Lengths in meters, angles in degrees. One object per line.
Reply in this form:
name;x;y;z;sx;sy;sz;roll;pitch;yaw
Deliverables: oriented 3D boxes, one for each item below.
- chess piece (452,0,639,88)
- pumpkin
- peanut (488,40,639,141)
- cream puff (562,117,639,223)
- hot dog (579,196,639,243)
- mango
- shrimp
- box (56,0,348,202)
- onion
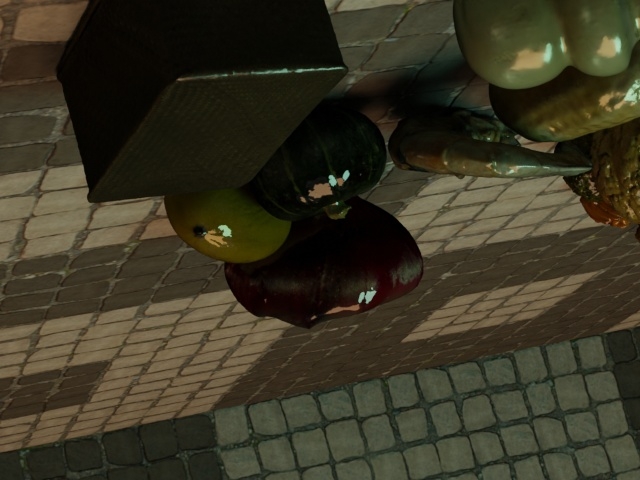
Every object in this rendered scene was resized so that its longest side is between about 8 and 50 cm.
chess piece;0.295;-0.235;1.559;0.330;0.182;0.182;-12;166;9
pumpkin;-0.003;-0.087;1.868;0.167;0.125;0.167;-19;156;-9
peanut;0.287;-0.180;1.808;0.224;0.129;0.129;-18;165;33
cream puff;0.406;-0.112;2.153;0.169;0.183;0.183;1;179;43
hot dog;0.531;-0.093;2.338;0.158;0.117;0.349;13;152;-31
mango;-0.101;-0.035;1.935;0.091;0.137;0.237;-35;158;27
shrimp;0.212;-0.107;1.924;0.247;0.085;0.360;9;-172;17
box;-0.120;-0.154;1.484;0.184;0.143;0.273;-7;162;-27
onion;0.000;0.000;2.090;0.272;0.195;0.272;-2;-165;1
